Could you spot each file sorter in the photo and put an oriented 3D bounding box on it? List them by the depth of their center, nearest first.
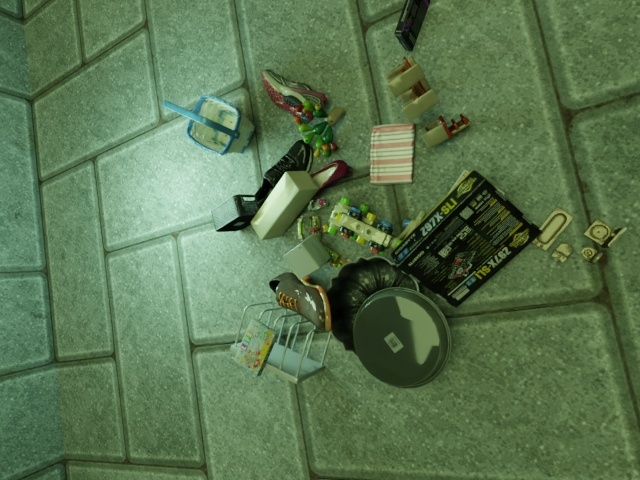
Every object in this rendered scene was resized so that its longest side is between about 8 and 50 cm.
[{"bbox_3d":[-0.128,0.336,1.405,0.278,0.193,0.173,16,94,27],"label":"file sorter"}]

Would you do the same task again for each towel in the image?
[{"bbox_3d":[0.234,-0.279,1.323,0.144,0.029,0.197,3,93,28],"label":"towel"}]

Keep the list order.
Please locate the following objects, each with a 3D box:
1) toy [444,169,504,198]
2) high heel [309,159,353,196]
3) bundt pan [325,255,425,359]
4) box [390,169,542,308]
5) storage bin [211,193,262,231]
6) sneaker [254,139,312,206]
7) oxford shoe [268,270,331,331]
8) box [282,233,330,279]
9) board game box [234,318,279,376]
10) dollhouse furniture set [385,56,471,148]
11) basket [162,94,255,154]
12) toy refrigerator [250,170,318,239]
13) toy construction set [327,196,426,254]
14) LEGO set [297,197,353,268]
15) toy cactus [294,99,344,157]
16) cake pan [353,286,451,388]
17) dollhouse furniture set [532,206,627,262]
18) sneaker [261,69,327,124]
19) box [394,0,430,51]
[{"bbox_3d":[0.412,-0.078,1.206,0.137,0.056,0.237,39,106,24],"label":"toy"},{"bbox_3d":[-0.011,-0.209,1.397,0.244,0.117,0.082,-14,83,27],"label":"high heel"},{"bbox_3d":[0.182,0.210,1.281,0.331,0.124,0.331,-1,87,28],"label":"bundt pan"},{"bbox_3d":[0.393,0.007,1.116,0.322,0.257,0.079,-49,26,19],"label":"box"},{"bbox_3d":[-0.313,-0.101,1.533,0.180,0.122,0.084,-26,77,39],"label":"storage bin"},{"bbox_3d":[-0.135,-0.235,1.458,0.107,0.124,0.283,37,105,23],"label":"sneaker"},{"bbox_3d":[-0.069,0.200,1.307,0.364,0.133,0.130,-150,55,-64],"label":"oxford shoe"},{"bbox_3d":[-0.045,0.053,1.329,0.102,0.087,0.101,-33,95,36],"label":"box"},{"bbox_3d":[-0.209,0.347,1.324,0.103,0.026,0.154,25,95,27],"label":"board game box"},{"bbox_3d":[0.308,-0.414,1.177,0.135,0.262,0.259,-30,109,22],"label":"dollhouse furniture set"},{"bbox_3d":[-0.401,-0.432,1.510,0.255,0.289,0.201,31,98,28],"label":"basket"},{"bbox_3d":[-0.132,-0.123,1.428,0.269,0.102,0.094,-48,68,37],"label":"toy refrigerator"},{"bbox_3d":[0.165,-0.040,1.246,0.328,0.215,0.151,12,92,27],"label":"toy construction set"},{"bbox_3d":[0.000,0.000,1.391,0.132,0.107,0.287,-27,77,25],"label":"LEGO set"},{"bbox_3d":[0.013,-0.392,1.373,0.180,0.219,0.112,-44,33,-18],"label":"toy cactus"},{"bbox_3d":[0.219,0.282,1.161,0.293,0.054,0.293,0,89,28],"label":"cake pan"},{"bbox_3d":[0.649,-0.013,1.040,0.151,0.123,0.144,40,106,23],"label":"dollhouse furniture set"},{"bbox_3d":[-0.103,-0.530,1.469,0.112,0.121,0.299,-43,67,-11],"label":"sneaker"},{"bbox_3d":[0.284,-0.689,1.255,0.029,0.116,0.162,23,99,28],"label":"box"}]
